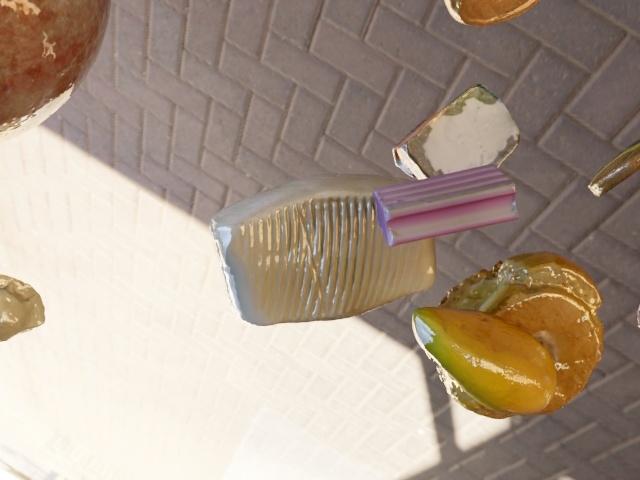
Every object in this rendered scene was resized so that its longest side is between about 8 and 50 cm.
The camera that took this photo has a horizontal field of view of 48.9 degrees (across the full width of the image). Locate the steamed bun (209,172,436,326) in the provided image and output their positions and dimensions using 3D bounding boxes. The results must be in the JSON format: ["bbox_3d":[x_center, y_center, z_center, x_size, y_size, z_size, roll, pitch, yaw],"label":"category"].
[{"bbox_3d":[0.003,-0.002,1.271,0.236,0.384,0.246,-124,23,-68],"label":"steamed bun"}]

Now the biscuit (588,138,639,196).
[{"bbox_3d":[0.589,-0.164,1.293,0.041,0.290,0.208,53,135,7],"label":"biscuit"}]

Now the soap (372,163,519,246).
[{"bbox_3d":[0.190,-0.056,1.086,0.203,0.122,0.065,-12,111,1],"label":"soap"}]

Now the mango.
[{"bbox_3d":[0.266,0.186,1.122,0.317,0.176,0.119,28,120,-31],"label":"mango"}]

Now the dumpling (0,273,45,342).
[{"bbox_3d":[-0.305,0.064,0.661,0.076,0.057,0.052,-13,154,-7],"label":"dumpling"}]

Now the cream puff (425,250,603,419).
[{"bbox_3d":[0.368,0.172,1.363,0.327,0.342,0.231,7,-167,-13],"label":"cream puff"}]

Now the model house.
[{"bbox_3d":[0.313,-0.227,1.777,0.190,0.271,0.301,50,168,-7],"label":"model house"}]

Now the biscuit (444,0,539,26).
[{"bbox_3d":[0.387,-0.619,1.394,0.062,0.385,0.365,41,169,45],"label":"biscuit"}]

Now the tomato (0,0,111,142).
[{"bbox_3d":[-0.344,-0.234,0.617,0.317,0.282,0.316,41,161,18],"label":"tomato"}]

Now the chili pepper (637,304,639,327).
[{"bbox_3d":[0.923,0.142,1.626,0.306,0.229,0.251,7,107,11],"label":"chili pepper"}]
